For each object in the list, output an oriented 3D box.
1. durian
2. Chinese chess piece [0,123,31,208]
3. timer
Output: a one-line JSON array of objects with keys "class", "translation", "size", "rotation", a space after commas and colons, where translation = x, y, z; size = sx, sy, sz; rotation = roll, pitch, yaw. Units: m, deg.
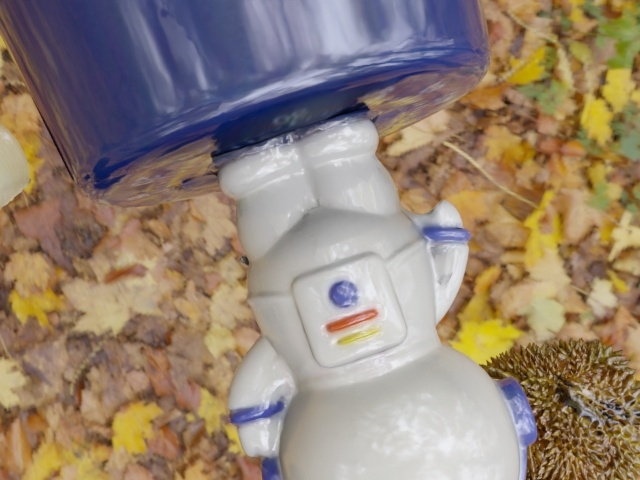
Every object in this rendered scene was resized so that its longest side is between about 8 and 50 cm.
[{"class": "durian", "translation": [0.192, 0.149, 0.886], "size": [0.158, 0.137, 0.168], "rotation": [0, 144, -3]}, {"class": "Chinese chess piece", "translation": [-0.523, -0.067, 1.499], "size": [0.250, 0.250, 0.103], "rotation": [-33, 113, -10]}, {"class": "timer", "translation": [0.000, 0.000, 0.605], "size": [0.270, 0.270, 0.383], "rotation": [-17, 86, -16]}]
